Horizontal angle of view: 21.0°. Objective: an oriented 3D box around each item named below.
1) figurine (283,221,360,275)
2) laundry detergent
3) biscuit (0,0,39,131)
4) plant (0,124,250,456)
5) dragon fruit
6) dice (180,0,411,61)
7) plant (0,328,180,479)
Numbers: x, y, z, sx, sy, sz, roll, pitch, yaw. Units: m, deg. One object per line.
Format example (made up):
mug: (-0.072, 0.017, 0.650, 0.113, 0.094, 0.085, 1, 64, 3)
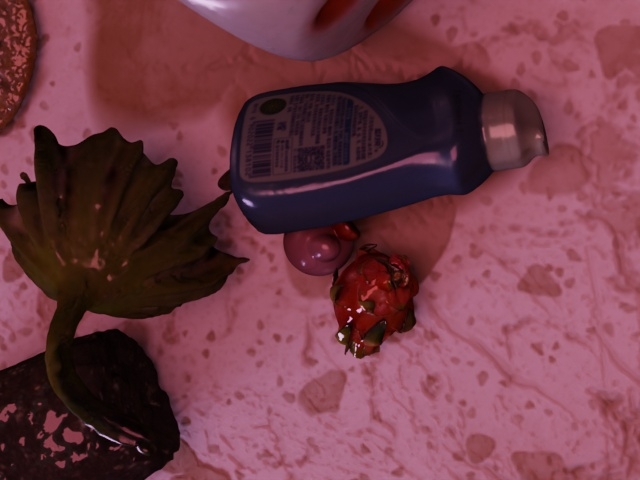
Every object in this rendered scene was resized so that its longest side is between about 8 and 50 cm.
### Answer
figurine: (0.000, 0.000, 1.631, 0.071, 0.083, 0.067, -40, 110, 6)
laundry detergent: (0.066, -0.087, 1.575, 0.290, 0.143, 0.094, -6, 137, 18)
biscuit: (-0.383, -0.198, 1.766, 0.220, 0.033, 0.220, 3, 98, 20)
plant: (-0.209, 0.021, 1.568, 0.251, 0.333, 0.180, 12, 114, 6)
dragon fruit: (0.050, 0.062, 1.620, 0.081, 0.086, 0.116, 43, 148, 34)
dice: (-0.035, -0.342, 1.484, 0.304, 0.304, 0.277, 44, 107, 10)
plant: (-0.309, 0.218, 1.701, 0.320, 0.194, 0.181, -30, 82, 17)
